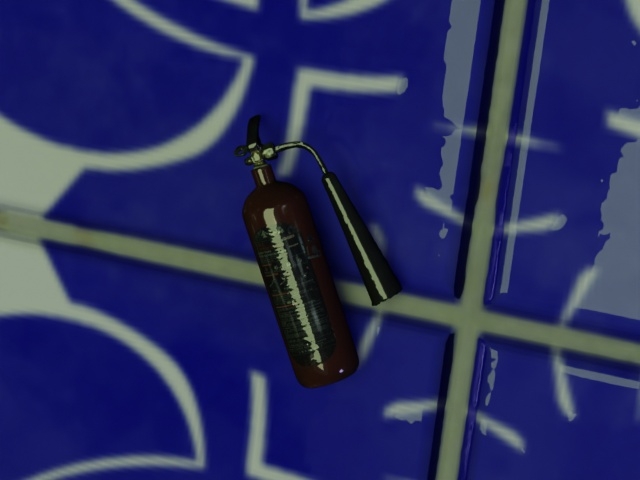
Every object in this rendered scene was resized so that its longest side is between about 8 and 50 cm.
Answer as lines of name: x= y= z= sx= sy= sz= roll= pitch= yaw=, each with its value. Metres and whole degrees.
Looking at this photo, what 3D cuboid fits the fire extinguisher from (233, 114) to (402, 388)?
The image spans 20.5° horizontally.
fire extinguisher: x=-0.001 y=0.001 z=0.642 sx=0.046 sy=0.032 sz=0.100 roll=-13 pitch=98 yaw=35
